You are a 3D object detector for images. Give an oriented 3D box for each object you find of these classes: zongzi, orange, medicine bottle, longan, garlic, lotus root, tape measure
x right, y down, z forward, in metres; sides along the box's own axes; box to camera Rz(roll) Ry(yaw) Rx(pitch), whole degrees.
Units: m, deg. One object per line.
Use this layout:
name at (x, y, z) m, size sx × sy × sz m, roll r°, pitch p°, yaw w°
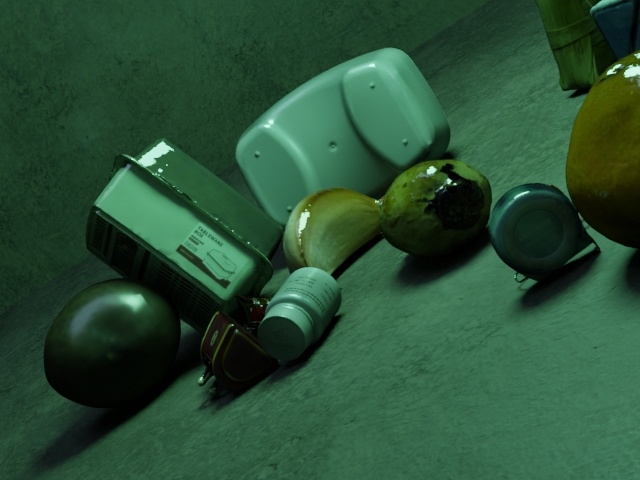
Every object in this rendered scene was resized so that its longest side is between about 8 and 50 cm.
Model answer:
zongzi at (0.429, -0.365, 2.197) m, size 0.204 × 0.205 × 0.094 m, roll -36°, pitch 22°, yaw -32°
orange at (0.351, -0.100, 1.366) m, size 0.249 × 0.183 × 0.249 m, roll -31°, pitch 10°, yaw 6°
medicine bottle at (-0.028, 0.096, 1.807) m, size 0.080 × 0.080 × 0.130 m, roll -26°, pitch 15°, yaw 29°
longan at (-0.303, 0.152, 2.052) m, size 0.212 × 0.198 × 0.198 m, roll -48°, pitch 16°, yaw -19°
zongzi at (-0.086, 0.116, 1.974) m, size 0.083 × 0.073 × 0.067 m, roll 6°, pitch -10°, yaw -30°
garlic at (0.000, 0.007, 2.064) m, size 0.206 × 0.128 × 0.115 m, roll -53°, pitch 0°, yaw -43°
lotus root at (0.140, -0.037, 1.826) m, size 0.138 × 0.138 × 0.214 m, roll -38°, pitch 2°, yaw -25°
tape measure at (0.239, -0.029, 1.554) m, size 0.104 × 0.107 × 0.180 m, roll -32°, pitch 14°, yaw 21°

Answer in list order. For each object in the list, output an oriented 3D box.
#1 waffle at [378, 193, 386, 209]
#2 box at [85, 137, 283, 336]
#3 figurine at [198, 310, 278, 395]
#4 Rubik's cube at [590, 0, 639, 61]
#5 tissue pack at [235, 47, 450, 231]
waffle at (0.117, -0.065, 2.204) m, size 0.083 × 0.029 × 0.075 m, roll -29°, pitch 9°, yaw 32°
box at (-0.206, -0.004, 2.105) m, size 0.166 × 0.290 × 0.220 m, roll -52°, pitch -2°, yaw -25°
figurine at (-0.124, 0.158, 1.853) m, size 0.098 × 0.082 × 0.154 m, roll -54°, pitch 14°, yaw -5°
Rubik's cube at (0.473, -0.246, 1.588) m, size 0.207 × 0.205 × 0.205 m, roll -38°, pitch 13°, yaw -21°
tissue pack at (0.040, -0.165, 2.317) m, size 0.333 × 0.229 × 0.236 m, roll -29°, pitch 3°, yaw 16°
